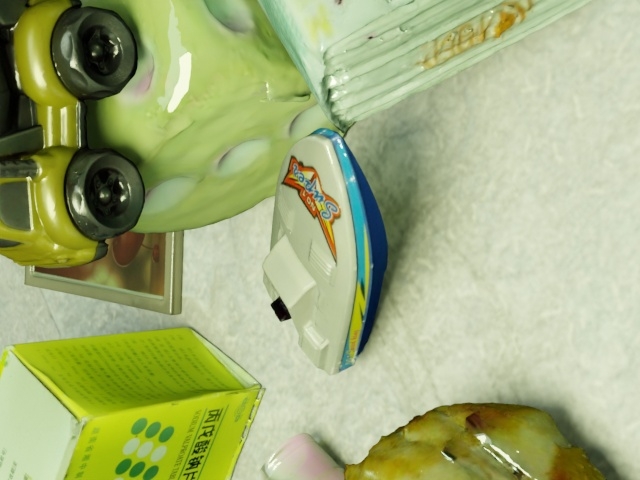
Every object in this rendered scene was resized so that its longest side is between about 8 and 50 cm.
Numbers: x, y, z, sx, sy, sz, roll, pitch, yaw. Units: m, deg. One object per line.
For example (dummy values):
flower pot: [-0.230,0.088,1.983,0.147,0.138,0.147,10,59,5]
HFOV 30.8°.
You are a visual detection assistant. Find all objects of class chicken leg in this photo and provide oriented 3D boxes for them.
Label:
chicken leg: [0.196,0.245,0.872,0.429,0.152,0.201,17,88,33]

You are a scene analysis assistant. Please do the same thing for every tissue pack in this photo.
tissue pack: [0.040,-0.318,0.904,0.287,0.162,0.388,-27,68,-2]

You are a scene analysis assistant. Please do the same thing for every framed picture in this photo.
framed picture: [-0.258,-0.036,1.362,0.289,0.020,0.211,7,96,43]

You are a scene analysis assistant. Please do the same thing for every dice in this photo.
dice: [-0.124,-0.168,1.074,0.249,0.252,0.254,-38,69,37]

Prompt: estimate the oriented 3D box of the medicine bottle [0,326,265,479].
medicine bottle: [-0.199,0.182,1.162,0.141,0.250,0.137,33,112,35]

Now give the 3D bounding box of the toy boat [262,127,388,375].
toy boat: [0.000,0.000,0.976,0.129,0.088,0.295,57,161,25]

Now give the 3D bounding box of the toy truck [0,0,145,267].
toy truck: [-0.244,-0.087,0.908,0.147,0.165,0.224,-3,93,41]

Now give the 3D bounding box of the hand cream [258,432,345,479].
hand cream: [0.063,0.308,1.047,0.312,0.070,0.111,43,115,29]
